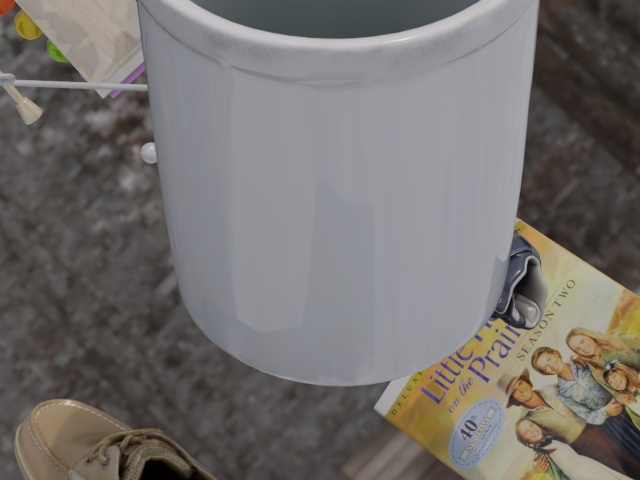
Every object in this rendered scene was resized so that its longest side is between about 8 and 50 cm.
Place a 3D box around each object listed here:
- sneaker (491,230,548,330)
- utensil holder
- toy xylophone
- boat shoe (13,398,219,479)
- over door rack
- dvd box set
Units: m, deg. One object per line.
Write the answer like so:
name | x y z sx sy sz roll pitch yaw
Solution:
sneaker | 0.151 0.073 1.993 0.226 0.163 0.086 -50 -38 11
utensil holder | 0.013 -0.115 1.467 0.327 0.327 0.385 -41 -32 -32
toy xylophone | -0.345 -0.298 2.251 0.236 0.322 0.081 -35 28 -7
boat shoe | -0.155 0.221 1.615 0.122 0.341 0.110 -26 -47 -38
over door rack | -0.163 -0.175 1.727 0.239 0.324 0.108 -39 45 54
dvd box set | 0.304 0.195 2.130 0.307 0.420 0.062 -55 -32 2
